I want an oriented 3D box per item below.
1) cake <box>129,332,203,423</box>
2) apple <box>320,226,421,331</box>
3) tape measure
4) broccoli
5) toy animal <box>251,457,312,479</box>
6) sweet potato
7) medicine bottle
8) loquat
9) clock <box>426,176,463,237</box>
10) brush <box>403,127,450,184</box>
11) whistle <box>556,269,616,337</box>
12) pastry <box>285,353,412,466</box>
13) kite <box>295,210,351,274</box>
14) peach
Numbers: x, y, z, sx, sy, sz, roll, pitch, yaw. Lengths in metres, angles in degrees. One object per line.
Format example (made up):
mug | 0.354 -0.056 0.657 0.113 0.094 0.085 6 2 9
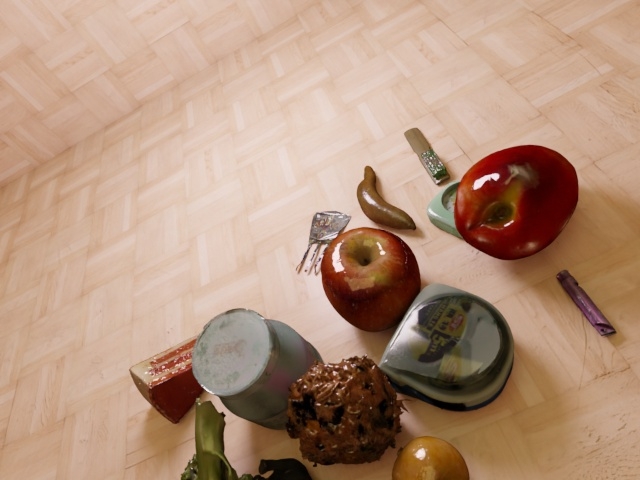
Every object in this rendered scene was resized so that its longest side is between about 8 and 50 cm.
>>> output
cake | -0.411 0.351 1.341 0.158 0.160 0.262 16 62 40
apple | 0.129 0.098 1.212 0.251 0.206 0.272 -36 48 -16
tape measure | 0.289 0.244 1.051 0.262 0.138 0.259 19 67 38
broccoli | -0.228 0.550 1.078 0.254 0.186 0.302 125 150 -47
toy animal | -0.041 0.546 0.989 0.115 0.146 0.245 -51 42 12
sweet potato | 0.171 -0.123 1.451 0.108 0.079 0.346 -10 43 -15
medicine bottle | -0.145 0.302 1.122 0.244 0.290 0.245 -11 58 18
loquat | 0.215 0.463 0.917 0.163 0.137 0.163 -14 33 10
clock | 0.402 -0.103 1.311 0.188 0.060 0.148 -45 46 -10
brush | 0.333 -0.282 1.504 0.054 0.048 0.282 -24 46 7
whistle | 0.582 0.136 1.042 0.033 0.033 0.177 -26 47 9
pastry | 0.052 0.378 0.993 0.274 0.275 0.193 -31 33 4
kite | -0.001 -0.001 1.489 0.141 0.015 0.245 5 57 35
peach | 0.481 -0.105 1.164 0.280 0.281 0.338 6 20 32
